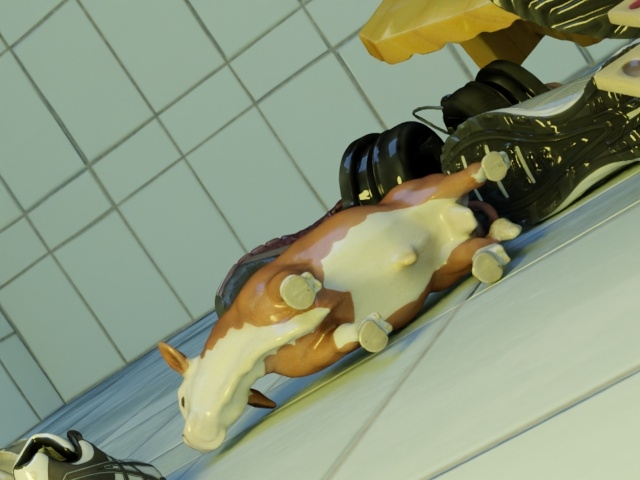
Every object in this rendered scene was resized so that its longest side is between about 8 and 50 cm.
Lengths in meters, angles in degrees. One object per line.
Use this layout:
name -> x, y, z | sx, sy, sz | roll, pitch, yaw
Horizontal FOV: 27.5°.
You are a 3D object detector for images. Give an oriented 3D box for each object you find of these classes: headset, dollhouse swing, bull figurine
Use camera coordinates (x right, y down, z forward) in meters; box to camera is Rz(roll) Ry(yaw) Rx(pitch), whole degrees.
headset -> 0.153, -0.064, 1.346 | 0.243, 0.185, 0.394 | -29, 19, 14
dollhouse swing -> 0.261, -0.230, 1.309 | 0.347, 0.315, 0.305 | -13, 47, 38
bull figurine -> 0.019, 0.039, 0.975 | 0.310, 0.101, 0.188 | -37, 7, -22

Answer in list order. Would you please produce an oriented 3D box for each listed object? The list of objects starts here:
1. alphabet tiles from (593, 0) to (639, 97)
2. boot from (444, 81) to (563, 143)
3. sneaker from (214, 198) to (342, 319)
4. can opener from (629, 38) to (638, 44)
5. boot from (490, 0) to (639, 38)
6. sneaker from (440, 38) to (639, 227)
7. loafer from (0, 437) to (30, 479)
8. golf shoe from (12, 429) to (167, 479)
alphabet tiles -> 0.313, -0.157, 0.643 | 0.342, 0.011, 0.285 | -35, 26, -14
boot -> 0.274, -0.157, 1.744 | 0.220, 0.109, 0.283 | -30, -8, -38
sneaker -> 0.000, 0.000, 1.548 | 0.281, 0.106, 0.162 | -35, -12, -36
can opener -> 0.396, -0.255, 1.536 | 0.059, 0.073, 0.186 | -9, -33, -8
boot -> 0.273, -0.213, 0.940 | 0.348, 0.131, 0.260 | 10, 17, 10
sneaker -> 0.214, -0.085, 1.061 | 0.271, 0.100, 0.108 | -24, -1, 40
loafer -> -0.262, 0.216, 1.127 | 0.092, 0.102, 0.268 | -41, 5, -26
golf shoe -> -0.159, 0.164, 0.899 | 0.077, 0.094, 0.198 | -35, 1, -3
